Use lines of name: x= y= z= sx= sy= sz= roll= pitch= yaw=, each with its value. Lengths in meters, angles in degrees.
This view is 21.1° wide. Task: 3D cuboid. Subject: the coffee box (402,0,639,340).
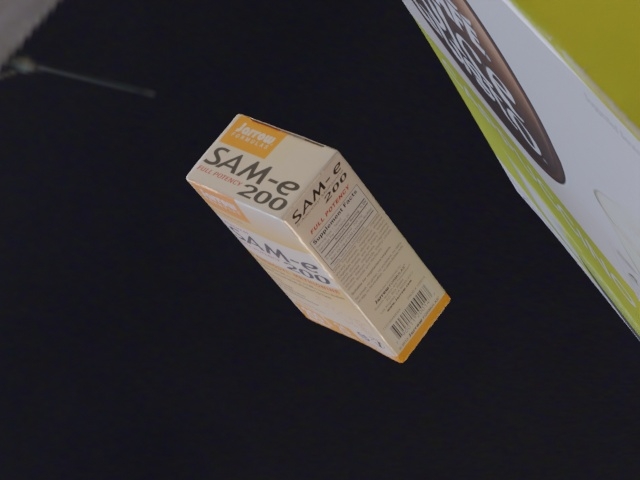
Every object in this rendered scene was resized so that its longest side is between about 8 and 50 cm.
coffee box: x=0.238 y=-0.087 z=0.573 sx=0.338 sy=0.334 sz=0.337 roll=-37 pitch=-125 yaw=2

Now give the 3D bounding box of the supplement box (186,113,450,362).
supplement box: x=0.000 y=0.000 z=0.671 sx=0.062 sy=0.098 sz=0.036 roll=23 pitch=-111 yaw=47
